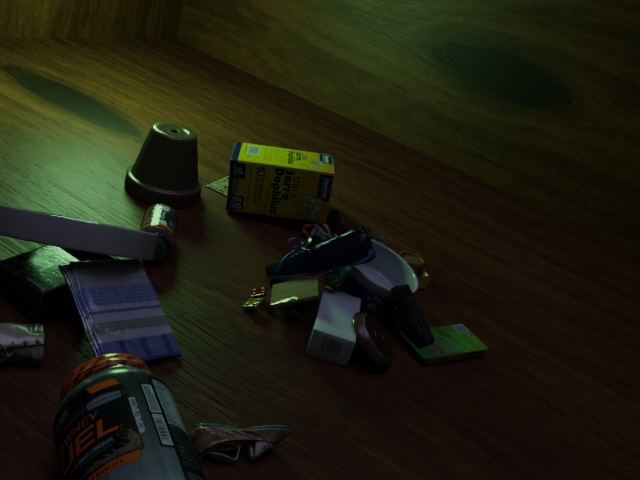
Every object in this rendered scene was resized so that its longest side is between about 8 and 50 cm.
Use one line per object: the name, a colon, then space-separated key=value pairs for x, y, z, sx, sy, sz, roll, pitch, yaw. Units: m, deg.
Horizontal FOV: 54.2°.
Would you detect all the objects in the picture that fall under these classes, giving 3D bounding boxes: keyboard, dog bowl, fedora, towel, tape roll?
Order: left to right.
tape roll: x=-0.600 y=-0.019 z=1.541 sx=0.391 sy=0.072 sz=0.392 roll=11 pitch=-2 yaw=0
towel: x=-0.455 y=0.161 z=1.423 sx=0.209 sy=0.034 sz=0.285 roll=-3 pitch=54 yaw=-48
dog bowl: x=0.163 y=0.110 z=1.920 sx=0.264 sy=0.104 sz=0.265 roll=25 pitch=27 yaw=-14
fedora: x=0.295 y=0.088 z=2.136 sx=0.194 sy=0.079 sz=0.194 roll=15 pitch=26 yaw=-7
keyboard: x=0.256 y=0.210 z=1.767 sx=0.108 sy=0.023 sz=0.180 roll=-7 pitch=64 yaw=-42

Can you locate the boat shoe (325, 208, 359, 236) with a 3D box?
boat shoe: x=0.092 y=-0.012 z=2.169 sx=0.104 sy=0.111 sz=0.307 roll=24 pitch=17 yaw=-23

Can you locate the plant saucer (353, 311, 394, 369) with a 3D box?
plant saucer: x=0.146 y=0.258 z=1.653 sx=0.168 sy=0.029 sz=0.168 roll=48 pitch=21 yaw=-25

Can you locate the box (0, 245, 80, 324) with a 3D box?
box: x=-0.639 y=0.099 z=1.459 sx=0.155 sy=0.093 sz=0.158 roll=29 pitch=28 yaw=19

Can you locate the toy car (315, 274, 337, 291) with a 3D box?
toy car: x=0.009 y=0.121 z=1.919 sx=0.122 sy=0.041 sz=0.060 roll=34 pitch=29 yaw=27

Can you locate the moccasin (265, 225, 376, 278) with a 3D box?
moccasin: x=-0.005 y=0.036 z=1.810 sx=0.341 sy=0.117 sz=0.137 roll=-13 pitch=-2 yaw=19

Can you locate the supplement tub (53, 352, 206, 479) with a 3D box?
supplement tub: x=-0.320 y=0.357 z=1.035 sx=0.207 sy=0.207 sz=0.338 roll=1 pitch=30 yaw=-33

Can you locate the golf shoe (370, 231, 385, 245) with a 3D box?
golf shoe: x=0.174 y=0.059 z=2.136 sx=0.069 sy=0.086 sz=0.176 roll=30 pitch=48 yaw=-19

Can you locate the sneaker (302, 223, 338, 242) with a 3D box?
sneaker: x=0.000 y=0.000 z=2.113 sx=0.083 sy=0.084 sz=0.215 roll=9 pitch=17 yaw=-22

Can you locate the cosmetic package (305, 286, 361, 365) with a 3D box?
cosmetic package: x=0.038 y=0.227 z=1.684 sx=0.117 sy=0.086 sz=0.231 roll=19 pitch=24 yaw=0

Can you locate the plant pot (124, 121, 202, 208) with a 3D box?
plant pot: x=-0.511 y=-0.267 z=2.112 sx=0.262 sy=0.230 sz=0.263 roll=16 pitch=25 yaw=-8

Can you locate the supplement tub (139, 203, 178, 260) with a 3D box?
supplement tub: x=-0.467 y=-0.021 z=1.796 sx=0.105 sy=0.106 sz=0.198 roll=12 pitch=26 yaw=-15

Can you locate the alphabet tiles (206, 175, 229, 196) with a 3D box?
alphabet tiles: x=-0.279 y=-0.181 z=2.354 sx=0.237 sy=0.009 sz=0.198 roll=25 pitch=26 yaw=14

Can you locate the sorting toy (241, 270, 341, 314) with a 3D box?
sorting toy: x=-0.075 y=0.156 z=1.714 sx=0.274 sy=0.046 sz=0.132 roll=-12 pitch=20 yaw=3

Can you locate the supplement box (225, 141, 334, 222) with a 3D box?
supplement box: x=-0.142 y=-0.206 z=2.211 sx=0.356 sy=0.194 sz=0.195 roll=7 pitch=27 yaw=-5

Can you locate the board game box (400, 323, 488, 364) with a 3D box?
board game box: x=0.356 y=0.299 z=1.813 sx=0.259 sy=0.039 sz=0.124 roll=2 pitch=30 yaw=-35

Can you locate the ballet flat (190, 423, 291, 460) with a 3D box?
ballet flat: x=-0.156 y=0.403 z=1.241 sx=0.206 sy=0.073 sz=0.067 roll=6 pitch=56 yaw=-20

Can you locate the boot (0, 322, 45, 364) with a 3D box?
boot: x=-0.636 y=0.224 z=1.234 sx=0.165 sy=0.077 sz=0.213 roll=11 pitch=24 yaw=-21
